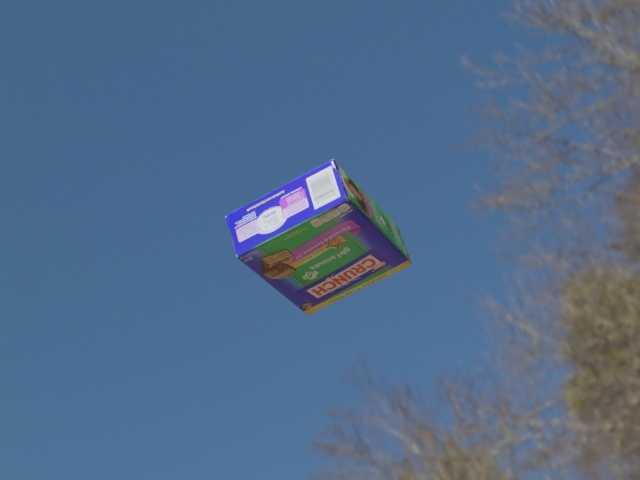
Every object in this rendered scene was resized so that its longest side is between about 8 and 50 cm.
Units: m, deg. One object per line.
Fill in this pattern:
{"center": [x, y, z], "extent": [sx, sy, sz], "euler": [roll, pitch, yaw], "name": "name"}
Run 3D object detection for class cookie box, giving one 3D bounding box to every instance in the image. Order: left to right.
{"center": [0.000, 0.000, 1.070], "extent": [0.092, 0.040, 0.107], "euler": [-27, -35, 16], "name": "cookie box"}
